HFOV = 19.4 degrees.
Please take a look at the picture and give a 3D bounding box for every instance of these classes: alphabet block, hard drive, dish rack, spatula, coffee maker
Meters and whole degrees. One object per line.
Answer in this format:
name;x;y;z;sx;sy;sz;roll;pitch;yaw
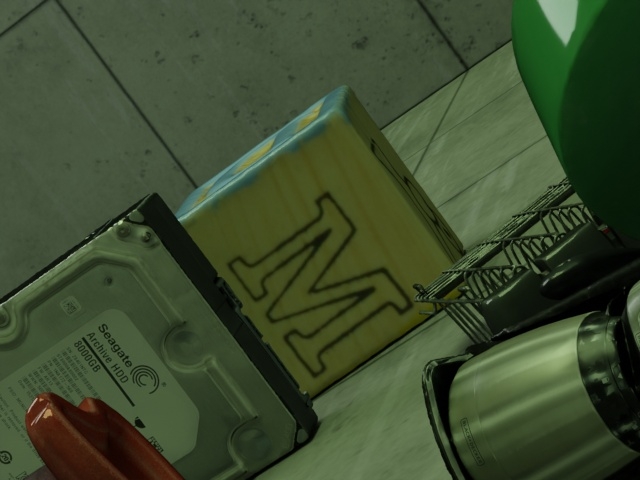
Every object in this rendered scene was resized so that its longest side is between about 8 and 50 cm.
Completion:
alphabet block;0.000;0.000;1.685;0.193;0.197;0.192;-35;7;11
hard drive;-0.201;0.147;1.550;0.339;0.237;0.064;-33;9;18
dish rack;0.175;0.008;1.343;0.208;0.074;0.271;-36;6;-9
spatula;0.186;0.021;1.056;0.084;0.030;0.296;-34;-18;25
coffee maker;0.164;0.055;0.906;0.178;0.120;0.171;-30;9;35

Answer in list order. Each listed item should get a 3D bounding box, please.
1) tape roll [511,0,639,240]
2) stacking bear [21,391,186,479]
tape roll;0.259;-0.123;0.941;0.321;0.321;0.077;-34;52;18
stacking bear;-0.202;0.257;1.193;0.289;0.164;0.175;-46;-10;1
